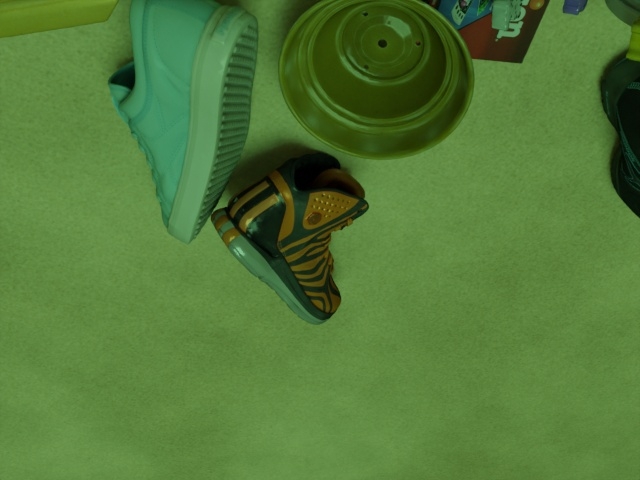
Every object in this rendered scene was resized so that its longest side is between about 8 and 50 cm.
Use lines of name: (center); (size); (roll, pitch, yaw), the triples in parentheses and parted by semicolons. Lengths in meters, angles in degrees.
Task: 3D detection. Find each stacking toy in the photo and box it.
stacking toy: (0.266, -0.295, 0.850); (0.167, 0.052, 0.221); (20, 138, 25)

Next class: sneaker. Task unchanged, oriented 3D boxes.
sneaker: (0.464, -0.094, 1.141); (0.125, 0.140, 0.341); (-27, 136, 15)
sneaker: (-0.170, -0.145, 0.994); (0.150, 0.135, 0.366); (26, 139, 5)
sneaker: (0.000, 0.000, 1.161); (0.180, 0.124, 0.321); (-38, 150, 4)

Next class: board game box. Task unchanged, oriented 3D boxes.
board game box: (0.204, -0.322, 0.926); (0.145, 0.027, 0.281); (1, 136, -14)

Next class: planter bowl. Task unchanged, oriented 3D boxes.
planter bowl: (0.066, -0.204, 0.960); (0.217, 0.090, 0.217); (6, 134, 6)

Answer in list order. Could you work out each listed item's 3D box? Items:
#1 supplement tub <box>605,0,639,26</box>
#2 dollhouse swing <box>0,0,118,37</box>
supplement tub: (0.387, -0.326, 0.872); (0.144, 0.144, 0.200); (-1, 136, -10)
dollhouse swing: (-0.380, -0.238, 0.721); (0.305, 0.315, 0.347); (4, 139, 14)
